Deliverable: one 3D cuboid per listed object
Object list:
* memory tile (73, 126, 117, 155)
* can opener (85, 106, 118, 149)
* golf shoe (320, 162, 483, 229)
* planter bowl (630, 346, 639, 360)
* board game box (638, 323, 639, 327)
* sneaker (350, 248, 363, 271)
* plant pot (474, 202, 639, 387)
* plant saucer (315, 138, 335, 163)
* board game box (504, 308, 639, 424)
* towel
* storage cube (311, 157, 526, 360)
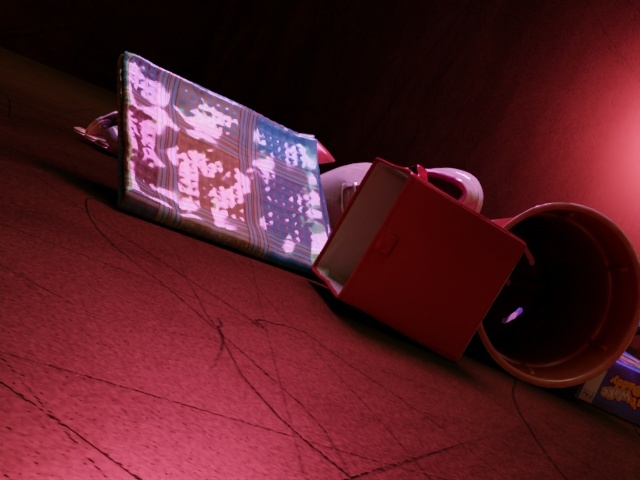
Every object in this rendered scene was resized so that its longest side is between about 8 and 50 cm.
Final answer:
[{"bbox_3d":[-0.406,-0.185,1.811,0.148,0.012,0.113,29,6,35],"label":"memory tile"},{"bbox_3d":[-0.354,-0.192,1.810,0.095,0.076,0.283,61,14,13],"label":"can opener"},{"bbox_3d":[0.102,-0.074,1.470,0.306,0.115,0.140,-4,-2,10],"label":"golf shoe"},{"bbox_3d":[0.733,0.274,1.975,0.162,0.162,0.109,17,36,-59],"label":"planter bowl"},{"bbox_3d":[0.623,0.167,1.939,0.242,0.064,0.316,-11,-12,9],"label":"board game box"},{"bbox_3d":[0.095,0.045,1.523,0.140,0.125,0.341,2,-5,25],"label":"sneaker"},{"bbox_3d":[0.323,0.073,1.476,0.272,0.272,0.265,24,-2,-12],"label":"plant pot"},{"bbox_3d":[-0.143,-0.171,1.741,0.259,0.047,0.258,-8,15,-26],"label":"plant saucer"},{"bbox_3d":[0.485,0.223,1.617,0.233,0.078,0.347,24,5,-12],"label":"board game box"},{"bbox_3d":[-0.129,-0.103,1.340,0.370,0.040,0.271,21,47,-39],"label":"towel"},{"bbox_3d":[0.130,0.020,1.272,0.193,0.215,0.183,30,3,-16],"label":"storage cube"}]
